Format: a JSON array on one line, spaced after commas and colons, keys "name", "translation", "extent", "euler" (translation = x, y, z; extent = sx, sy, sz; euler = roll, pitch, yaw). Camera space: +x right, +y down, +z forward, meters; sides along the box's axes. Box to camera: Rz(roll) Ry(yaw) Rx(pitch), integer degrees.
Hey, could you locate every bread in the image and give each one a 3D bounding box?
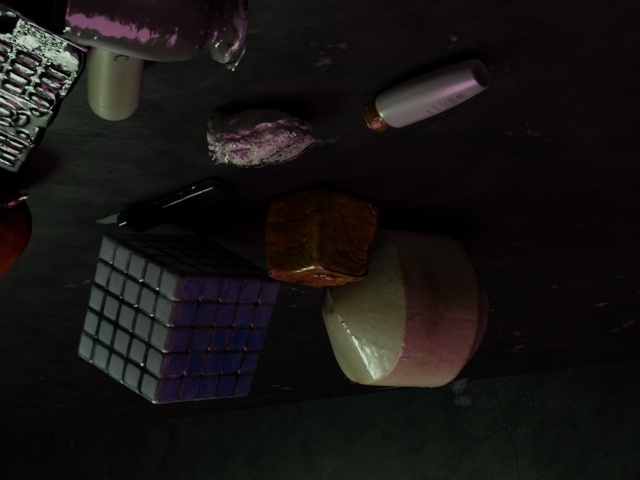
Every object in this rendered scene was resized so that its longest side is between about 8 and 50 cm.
[{"name": "bread", "translation": [0.000, 0.000, 1.889], "extent": [0.149, 0.143, 0.158], "euler": [-7, 161, 36]}]

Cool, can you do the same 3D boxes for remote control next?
[{"name": "remote control", "translation": [-0.392, -0.198, 1.392], "extent": [0.144, 0.062, 0.399], "euler": [27, 152, -18]}, {"name": "remote control", "translation": [-0.248, -0.058, 1.877], "extent": [0.245, 0.025, 0.063], "euler": [-19, 150, 37]}]

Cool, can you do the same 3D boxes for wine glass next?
[{"name": "wine glass", "translation": [-0.185, -0.254, 1.212], "extent": [0.204, 0.111, 0.111], "euler": [5, 159, -24]}]

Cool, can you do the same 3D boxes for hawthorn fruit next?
[{"name": "hawthorn fruit", "translation": [-0.545, -0.027, 1.732], "extent": [0.251, 0.189, 0.189], "euler": [-34, 146, 27]}]

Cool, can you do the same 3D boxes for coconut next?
[{"name": "coconut", "translation": [0.139, 0.127, 2.026], "extent": [0.323, 0.323, 0.323], "euler": [-2, 160, -1]}]

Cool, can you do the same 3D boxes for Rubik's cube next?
[{"name": "Rubik's cube", "translation": [-0.247, 0.129, 1.921], "extent": [0.238, 0.237, 0.237], "euler": [24, -167, 39]}]

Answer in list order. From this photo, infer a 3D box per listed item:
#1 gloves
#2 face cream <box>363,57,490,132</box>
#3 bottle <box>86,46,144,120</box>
[{"name": "gloves", "translation": [-0.083, -0.142, 1.589], "extent": [0.153, 0.070, 0.114], "euler": [-6, 159, 7]}, {"name": "face cream", "translation": [0.141, -0.195, 1.493], "extent": [0.182, 0.051, 0.072], "euler": [-20, 155, 38]}, {"name": "bottle", "translation": [-0.251, -0.221, 1.356], "extent": [0.072, 0.072, 0.201], "euler": [2, 159, -11]}]
